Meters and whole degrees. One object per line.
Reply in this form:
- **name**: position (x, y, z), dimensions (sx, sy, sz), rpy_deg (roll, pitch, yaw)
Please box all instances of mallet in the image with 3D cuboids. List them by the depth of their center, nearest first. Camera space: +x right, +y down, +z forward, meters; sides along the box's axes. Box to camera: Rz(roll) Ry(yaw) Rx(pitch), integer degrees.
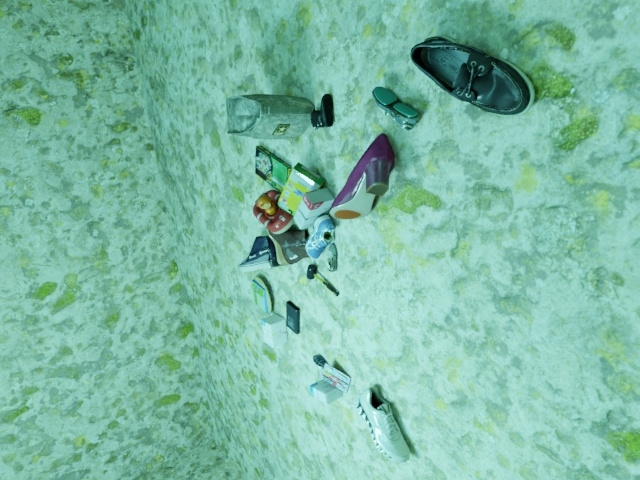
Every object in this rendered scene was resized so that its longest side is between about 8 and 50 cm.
- **mallet**: position (0.010, 0.161, 1.933), dimensions (0.189, 0.039, 0.063), rpy_deg (32, 132, 41)

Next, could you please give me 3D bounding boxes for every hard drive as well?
- **hard drive**: position (-0.130, 0.363, 2.228), dimensions (0.094, 0.022, 0.135), rpy_deg (30, 127, 47)

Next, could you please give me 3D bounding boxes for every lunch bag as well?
- **lunch bag**: position (-0.189, -0.466, 1.775), dimensions (0.286, 0.235, 0.169), rpy_deg (16, 110, 53)

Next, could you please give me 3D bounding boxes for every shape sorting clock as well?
- **shape sorting clock**: position (-0.299, 0.284, 2.425), dimensions (0.206, 0.040, 0.207), rpy_deg (34, 133, 45)

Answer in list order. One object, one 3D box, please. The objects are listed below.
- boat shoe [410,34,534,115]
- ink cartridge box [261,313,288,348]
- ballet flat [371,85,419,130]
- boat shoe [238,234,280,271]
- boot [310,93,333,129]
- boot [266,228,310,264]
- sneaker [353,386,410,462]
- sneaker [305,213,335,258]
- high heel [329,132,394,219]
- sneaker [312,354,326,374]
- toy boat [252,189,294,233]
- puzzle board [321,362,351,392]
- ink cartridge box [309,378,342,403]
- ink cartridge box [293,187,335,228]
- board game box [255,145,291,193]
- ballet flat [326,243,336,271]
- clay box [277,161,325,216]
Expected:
- **boat shoe**: position (0.346, -0.398, 1.131), dimensions (0.340, 0.112, 0.127), rpy_deg (52, 140, 30)
- **ink cartridge box**: position (-0.227, 0.455, 2.347), dimensions (0.092, 0.089, 0.143), rpy_deg (18, 119, 52)
- **ballet flat**: position (0.212, -0.382, 1.384), dimensions (0.188, 0.070, 0.070), rpy_deg (52, 141, 35)
- **boat shoe**: position (-0.293, 0.060, 2.270), dimensions (0.340, 0.127, 0.158), rpy_deg (-11, 88, 49)
- **boot**: position (0.003, -0.455, 1.676), dimensions (0.099, 0.045, 0.121), rpy_deg (19, 119, 55)
- **boot**: position (-0.127, -0.024, 2.037), dimensions (0.206, 0.090, 0.249), rpy_deg (-19, 83, 42)
- **sneaker**: position (0.237, 0.682, 1.760), dimensions (0.292, 0.109, 0.118), rpy_deg (52, 132, 29)
- **sneaker**: position (0.000, 0.000, 1.834), dimensions (0.081, 0.080, 0.211), rpy_deg (52, 142, 35)
- **high heel**: position (0.136, -0.194, 1.572), dimensions (0.377, 0.127, 0.182), rpy_deg (-31, 48, 60)
- **sneaker**: position (0.007, 0.565, 2.087), dimensions (0.135, 0.052, 0.058), rpy_deg (45, 141, 37)
- **toy boat**: position (-0.209, -0.137, 1.987), dimensions (0.231, 0.151, 0.151), rpy_deg (41, 178, 38)
- **puzzle board**: position (0.065, 0.585, 2.003), dimensions (0.128, 0.011, 0.097), rpy_deg (25, 127, 21)
- **ink cartridge box**: position (0.024, 0.658, 2.065), dimensions (0.122, 0.088, 0.052), rpy_deg (5, 107, 55)
- **ink cartridge box**: position (-0.026, -0.121, 1.795), dimensions (0.063, 0.109, 0.151), rpy_deg (57, 143, 22)
- **board game box**: position (-0.210, -0.307, 2.062), dimensions (0.259, 0.030, 0.136), rpy_deg (40, 131, 41)
- **ballet flat**: position (0.041, 0.071, 1.840), dimensions (0.041, 0.041, 0.115), rpy_deg (18, 118, 51)
- **clay box**: position (-0.079, -0.186, 1.849), dimensions (0.127, 0.053, 0.222), rpy_deg (33, 139, 1)
